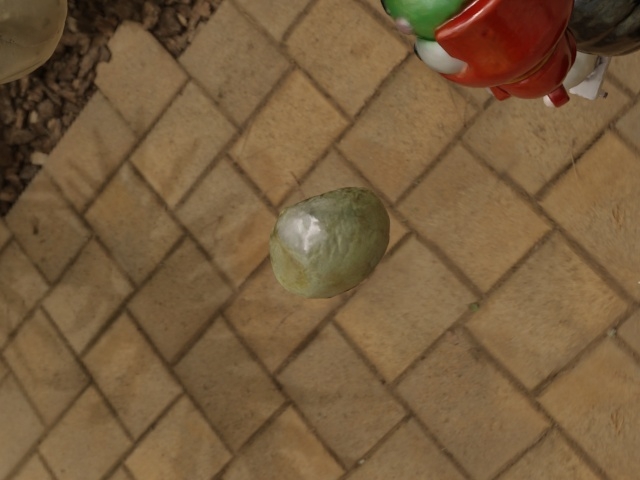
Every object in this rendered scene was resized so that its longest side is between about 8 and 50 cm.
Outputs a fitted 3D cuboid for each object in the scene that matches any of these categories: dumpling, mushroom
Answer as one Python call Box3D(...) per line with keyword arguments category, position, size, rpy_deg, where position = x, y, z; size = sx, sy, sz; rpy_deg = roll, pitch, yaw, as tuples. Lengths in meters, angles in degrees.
Box3D(category="dumpling", position=(-0.468, -0.291, 1.000), size=(0.260, 0.181, 0.341), rpy_deg=(-31, 52, 41))
Box3D(category="mushroom", position=(-0.001, 0.008, 1.417), size=(0.266, 0.164, 0.190), rpy_deg=(-16, 74, 25))

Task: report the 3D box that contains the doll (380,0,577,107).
Box3D(category="doll", position=(0.145, -0.239, 0.668), size=(0.160, 0.363, 0.183), rpy_deg=(-30, 44, 27))

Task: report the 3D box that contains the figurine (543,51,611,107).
Box3D(category="figurine", position=(0.504, -0.359, 1.453), size=(0.144, 0.256, 0.182), rpy_deg=(47, 127, 23))

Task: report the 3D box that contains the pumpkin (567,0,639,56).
Box3D(category="pumpkin", position=(0.380, -0.391, 0.897), size=(0.295, 0.296, 0.296), rpy_deg=(-1, 86, 24))
